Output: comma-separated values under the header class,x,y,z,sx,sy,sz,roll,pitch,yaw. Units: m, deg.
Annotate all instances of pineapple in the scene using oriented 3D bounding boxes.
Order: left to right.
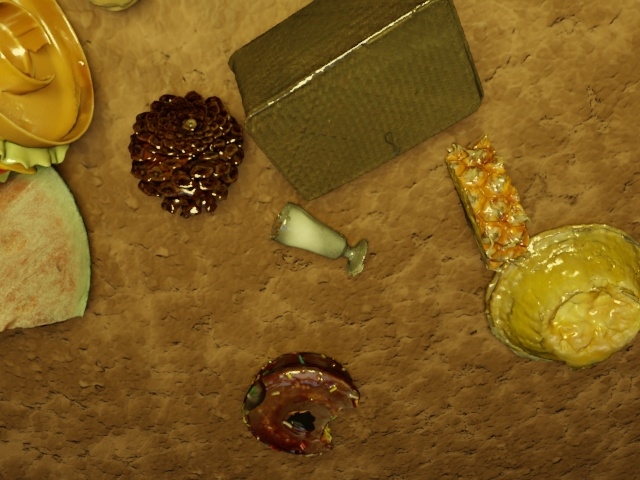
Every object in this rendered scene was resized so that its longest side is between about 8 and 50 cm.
class,x,y,z,sx,sy,sz,roll,pitch,yaw
pineapple,0.269,-0.037,0.848,0.079,0.135,0.233,-21,118,9

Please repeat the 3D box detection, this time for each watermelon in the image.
class,x,y,z,sx,sy,sz,roll,pitch,yaw
watermelon,-0.507,0.006,0.791,0.282,0.292,0.251,3,91,-3

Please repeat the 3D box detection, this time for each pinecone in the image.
class,x,y,z,sx,sy,sz,roll,pitch,yaw
pinecone,-0.189,-0.109,0.781,0.162,0.163,0.165,6,141,-6

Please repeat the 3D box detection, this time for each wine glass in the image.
class,x,y,z,sx,sy,sz,roll,pitch,yaw
wine glass,0.000,0.000,0.896,0.155,0.072,0.072,25,117,-17

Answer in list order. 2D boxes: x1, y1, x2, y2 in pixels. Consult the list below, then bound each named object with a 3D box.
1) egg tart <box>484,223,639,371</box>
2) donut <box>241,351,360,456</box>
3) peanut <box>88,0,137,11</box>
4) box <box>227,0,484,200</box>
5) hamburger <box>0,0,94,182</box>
class,x,y,z,sx,sy,sz,roll,pitch,yaw
egg tart,0.444,0.117,0.956,0.314,0.120,0.315,-1,120,-1
donut,-0.041,0.312,1.067,0.216,0.096,0.230,10,120,-5
peanut,-0.232,-0.397,0.626,0.123,0.124,0.257,19,116,-13
box,0.044,-0.204,0.706,0.273,0.143,0.184,-29,139,13
hamburger,-0.431,-0.195,0.650,0.212,0.274,0.275,-16,120,15
